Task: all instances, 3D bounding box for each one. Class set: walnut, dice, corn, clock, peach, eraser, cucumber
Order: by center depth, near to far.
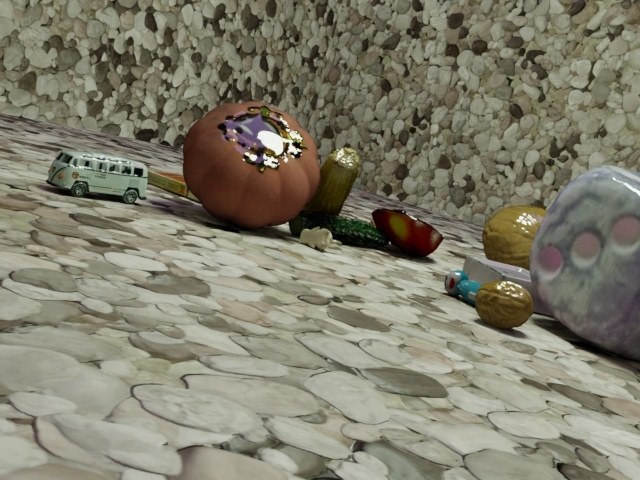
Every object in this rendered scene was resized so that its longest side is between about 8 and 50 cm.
[{"bbox_3d":[0.303,0.107,1.180,0.096,0.082,0.079,17,-20,28],"label":"walnut"},{"bbox_3d":[0.562,0.039,1.261,0.270,0.271,0.270,9,24,-27],"label":"dice"},{"bbox_3d":[0.393,0.091,1.495,0.150,0.063,0.197,13,8,-12],"label":"clock"},{"bbox_3d":[0.020,-0.110,1.663,0.097,0.097,0.320,14,-27,-8],"label":"corn"},{"bbox_3d":[0.054,-0.024,1.679,0.293,0.067,0.067,9,10,-39],"label":"cucumber"},{"bbox_3d":[0.504,0.015,1.758,0.228,0.228,0.228,14,8,-2],"label":"walnut"},{"bbox_3d":[0.208,-0.009,1.793,0.189,0.068,0.279,26,-9,14],"label":"peach"},{"bbox_3d":[-0.318,-0.132,1.843,0.230,0.038,0.157,20,9,39],"label":"eraser"}]

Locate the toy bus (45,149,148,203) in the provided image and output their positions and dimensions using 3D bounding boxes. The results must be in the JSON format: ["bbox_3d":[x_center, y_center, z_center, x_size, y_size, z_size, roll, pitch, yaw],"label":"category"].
[{"bbox_3d":[-0.438,-0.129,1.416,0.194,0.089,0.087,5,12,-45],"label":"toy bus"}]

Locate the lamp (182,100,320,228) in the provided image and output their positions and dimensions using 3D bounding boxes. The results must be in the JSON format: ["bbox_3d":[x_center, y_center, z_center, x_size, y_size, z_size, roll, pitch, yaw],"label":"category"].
[{"bbox_3d":[-0.154,-0.153,1.553,0.305,0.240,0.305,13,49,-15],"label":"lamp"}]

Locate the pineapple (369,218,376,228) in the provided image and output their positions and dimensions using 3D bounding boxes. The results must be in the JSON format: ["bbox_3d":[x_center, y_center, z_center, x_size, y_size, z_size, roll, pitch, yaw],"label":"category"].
[{"bbox_3d":[0.193,-0.020,1.999,0.124,0.058,0.058,37,20,34],"label":"pineapple"}]

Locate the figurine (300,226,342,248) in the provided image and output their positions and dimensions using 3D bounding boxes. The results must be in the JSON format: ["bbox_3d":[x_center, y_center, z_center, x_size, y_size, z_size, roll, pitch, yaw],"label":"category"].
[{"bbox_3d":[0.000,0.000,1.510,0.083,0.047,0.050,12,-11,43],"label":"figurine"}]

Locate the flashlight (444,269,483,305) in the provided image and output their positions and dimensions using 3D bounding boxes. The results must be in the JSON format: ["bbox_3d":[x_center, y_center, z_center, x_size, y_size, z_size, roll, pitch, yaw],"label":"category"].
[{"bbox_3d":[0.283,0.093,1.333,0.051,0.051,0.129,9,12,-38],"label":"flashlight"}]
